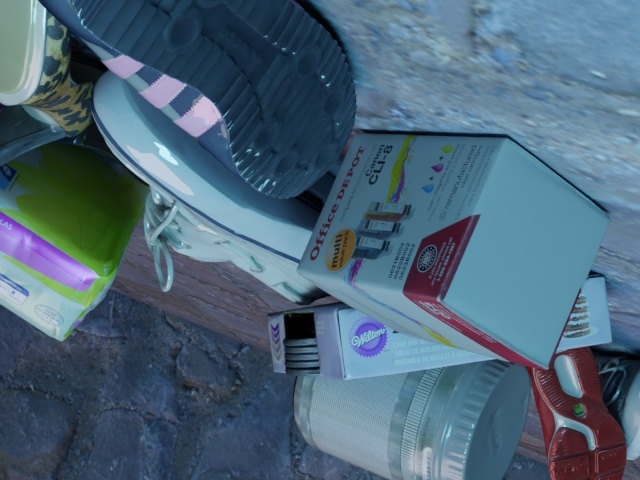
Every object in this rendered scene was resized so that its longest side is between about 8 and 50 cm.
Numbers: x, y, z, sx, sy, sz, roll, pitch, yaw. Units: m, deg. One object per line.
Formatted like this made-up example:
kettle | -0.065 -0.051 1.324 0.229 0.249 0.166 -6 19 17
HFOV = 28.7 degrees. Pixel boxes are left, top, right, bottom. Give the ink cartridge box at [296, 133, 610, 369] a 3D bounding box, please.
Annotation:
ink cartridge box | 0.095 0.004 0.939 0.127 0.128 0.176 31 167 -33

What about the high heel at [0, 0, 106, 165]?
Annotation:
high heel | -0.210 -0.164 1.013 0.093 0.186 0.261 44 137 6

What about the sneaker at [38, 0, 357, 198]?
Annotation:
sneaker | -0.082 -0.134 0.777 0.131 0.112 0.319 37 175 32

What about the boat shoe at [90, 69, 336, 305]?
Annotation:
boat shoe | -0.097 -0.025 1.085 0.156 0.136 0.367 -31 148 21

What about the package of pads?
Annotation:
package of pads | -0.283 -0.050 1.206 0.229 0.101 0.296 34 -160 -14

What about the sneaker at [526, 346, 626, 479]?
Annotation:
sneaker | 0.263 0.168 1.335 0.087 0.221 0.128 -12 -153 1

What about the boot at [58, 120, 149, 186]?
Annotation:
boot | -0.167 -0.101 1.209 0.219 0.082 0.106 24 -173 10

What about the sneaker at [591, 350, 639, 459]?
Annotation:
sneaker | 0.311 0.176 1.397 0.115 0.105 0.281 30 167 2

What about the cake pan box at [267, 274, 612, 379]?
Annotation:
cake pan box | 0.096 0.079 1.167 0.266 0.070 0.245 -6 176 -18

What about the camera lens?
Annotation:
camera lens | 0.117 0.213 1.687 0.274 0.219 0.219 18 168 29
